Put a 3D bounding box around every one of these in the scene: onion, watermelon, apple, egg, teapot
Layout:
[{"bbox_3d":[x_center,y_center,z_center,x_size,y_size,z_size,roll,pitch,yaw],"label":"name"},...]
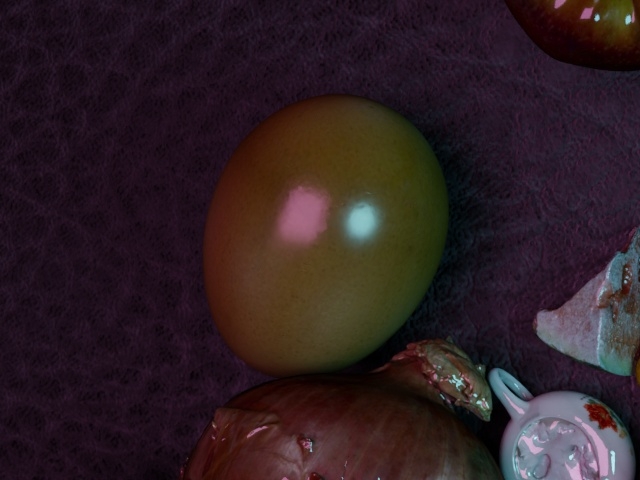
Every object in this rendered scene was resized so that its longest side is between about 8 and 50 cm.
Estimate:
[{"bbox_3d":[0.026,0.275,1.844,0.354,0.354,0.353,-1,88,30],"label":"onion"},{"bbox_3d":[0.297,0.074,1.846,0.158,0.098,0.121,-45,69,18],"label":"watermelon"},{"bbox_3d":[0.291,-0.301,1.743,0.288,0.317,0.288,5,112,13],"label":"apple"},{"bbox_3d":[0.000,0.000,1.929,0.250,0.250,0.322,37,112,26],"label":"egg"},{"bbox_3d":[0.249,0.220,1.870,0.145,0.092,0.226,-47,66,18],"label":"teapot"}]

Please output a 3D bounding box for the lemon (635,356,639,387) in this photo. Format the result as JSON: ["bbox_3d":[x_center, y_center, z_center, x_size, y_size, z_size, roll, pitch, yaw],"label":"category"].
[{"bbox_3d":[0.352,0.128,1.829,0.062,0.062,0.083,39,94,25],"label":"lemon"}]
